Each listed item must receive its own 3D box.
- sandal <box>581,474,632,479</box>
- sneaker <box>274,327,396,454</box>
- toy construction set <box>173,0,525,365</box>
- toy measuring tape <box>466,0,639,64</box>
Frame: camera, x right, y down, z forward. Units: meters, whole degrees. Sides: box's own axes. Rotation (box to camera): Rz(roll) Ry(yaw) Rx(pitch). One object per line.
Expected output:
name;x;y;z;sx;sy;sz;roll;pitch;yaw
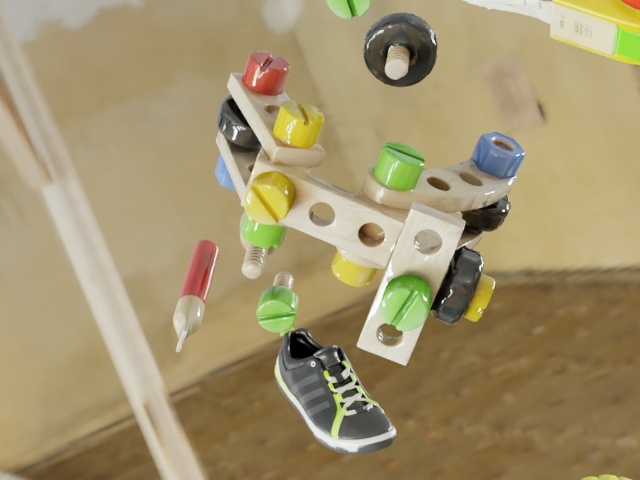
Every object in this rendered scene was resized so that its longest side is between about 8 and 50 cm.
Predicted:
sandal;0.203;0.303;1.262;0.126;0.138;0.317;-52;-176;-40
sneaker;0.009;0.184;1.901;0.084;0.097;0.234;-17;-147;-31
toy construction set;0.000;0.000;1.155;0.309;0.257;0.237;-39;-159;27
toy measuring tape;0.269;-0.261;1.528;0.330;0.121;0.121;22;-156;16
